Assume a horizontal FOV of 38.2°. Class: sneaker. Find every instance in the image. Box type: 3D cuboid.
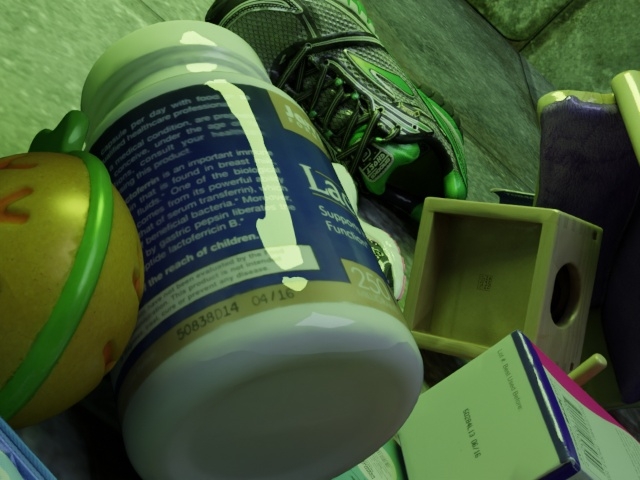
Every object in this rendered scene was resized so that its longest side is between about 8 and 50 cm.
[{"bbox_3d":[0.000,0.000,0.744,0.077,0.072,0.178,10,33,-34],"label":"sneaker"},{"bbox_3d":[0.035,-0.137,0.912,0.344,0.134,0.146,32,28,-30],"label":"sneaker"}]

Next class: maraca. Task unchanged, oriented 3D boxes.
[{"bbox_3d":[-0.136,0.009,0.421,0.099,0.127,0.185,36,17,-33],"label":"maraca"}]

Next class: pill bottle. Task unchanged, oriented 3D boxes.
[{"bbox_3d":[-0.057,0.000,0.529,0.153,0.153,0.264,22,33,-42],"label":"pill bottle"}]

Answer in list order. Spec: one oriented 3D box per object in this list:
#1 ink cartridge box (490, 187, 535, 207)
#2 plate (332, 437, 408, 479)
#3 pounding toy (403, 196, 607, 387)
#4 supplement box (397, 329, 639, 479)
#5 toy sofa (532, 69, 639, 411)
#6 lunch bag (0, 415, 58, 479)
[{"bbox_3d":[0.324,-0.005,1.083,0.223,0.045,0.224,13,-2,26],"label":"ink cartridge box"},{"bbox_3d":[0.021,0.154,0.569,0.188,0.024,0.188,35,26,-21],"label":"plate"},{"bbox_3d":[0.164,0.080,0.752,0.181,0.205,0.094,8,-4,42],"label":"pounding toy"},{"bbox_3d":[0.164,0.179,0.620,0.220,0.114,0.111,39,24,-30],"label":"supplement box"},{"bbox_3d":[0.286,0.020,0.859,0.362,0.177,0.150,84,1,-54],"label":"toy sofa"},{"bbox_3d":[-0.166,0.106,0.244,0.303,0.115,0.243,49,22,5],"label":"lunch bag"}]
